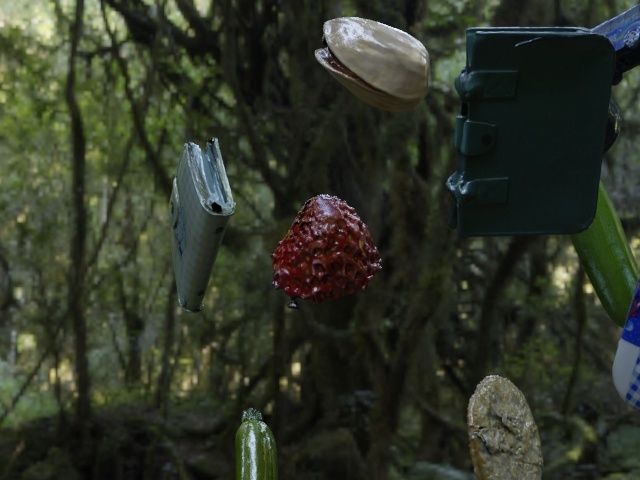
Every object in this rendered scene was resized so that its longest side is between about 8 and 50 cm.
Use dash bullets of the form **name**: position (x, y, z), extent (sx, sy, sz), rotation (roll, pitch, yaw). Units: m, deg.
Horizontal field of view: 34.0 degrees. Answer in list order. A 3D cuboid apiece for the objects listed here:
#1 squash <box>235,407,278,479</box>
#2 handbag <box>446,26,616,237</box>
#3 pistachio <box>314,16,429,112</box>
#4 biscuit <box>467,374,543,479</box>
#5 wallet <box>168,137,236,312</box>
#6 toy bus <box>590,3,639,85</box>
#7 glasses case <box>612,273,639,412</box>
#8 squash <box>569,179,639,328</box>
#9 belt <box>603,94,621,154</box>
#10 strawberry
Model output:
- **squash**: position (-0.097, 0.371, 1.549), extent (0.069, 0.258, 0.069), rotation (1, -27, 0)
- **handbag**: position (0.317, -0.162, 1.597), extent (0.238, 0.327, 0.089), rotation (-4, 25, -12)
- **pistachio**: position (0.099, -0.329, 1.962), extent (0.229, 0.157, 0.157), rotation (27, -18, 1)
- **biscuit**: position (0.286, 0.316, 1.608), extent (0.033, 0.220, 0.220), rotation (-16, -21, 36)
- **wallet**: position (-0.253, -0.033, 2.115), extent (0.077, 0.223, 0.309), rotation (-5, -37, -25)
- **toy bus**: position (0.527, -0.339, 1.797), extent (0.079, 0.094, 0.236), rotation (23, -22, -24)
- **glasses case**: position (0.410, 0.038, 1.121), extent (0.125, 0.328, 0.076), rotation (19, 5, 23)
- **squash**: position (0.523, 0.001, 1.954), extent (0.101, 0.379, 0.101), rotation (-24, 12, 5)
- **belt**: position (0.516, -0.256, 2.208), extent (0.206, 0.267, 0.116), rotation (-42, -57, 12)
- **strawberry**: position (0.000, 0.000, 2.021), extent (0.233, 0.234, 0.178), rotation (-3, -50, 3)
